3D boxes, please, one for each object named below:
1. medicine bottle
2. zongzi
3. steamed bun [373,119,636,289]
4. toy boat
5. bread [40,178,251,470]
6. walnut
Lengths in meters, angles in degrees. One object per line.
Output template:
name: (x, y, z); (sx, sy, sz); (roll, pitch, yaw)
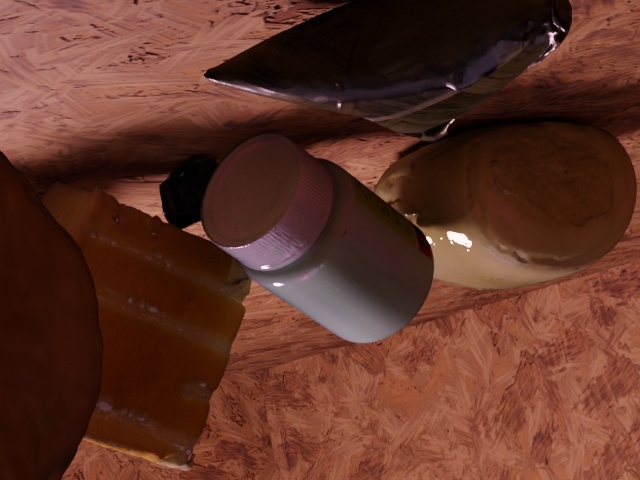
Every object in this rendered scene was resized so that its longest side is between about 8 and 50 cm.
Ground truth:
medicine bottle: (0.000, 0.000, 1.584); (0.139, 0.139, 0.225); (-16, 146, 33)
zongzi: (0.051, -0.145, 1.119); (0.204, 0.094, 0.205); (5, 161, -28)
steamed bun: (0.200, -0.026, 1.751); (0.273, 0.166, 0.232); (-3, 167, -35)
toy boat: (-0.135, -0.043, 1.635); (0.060, 0.055, 0.141); (-15, 175, -23)
bread: (-0.197, 0.085, 1.605); (0.246, 0.239, 0.111); (28, 174, -41)
walnut: (-0.268, 0.071, 0.890); (0.306, 0.306, 0.344); (-3, 179, -38)
